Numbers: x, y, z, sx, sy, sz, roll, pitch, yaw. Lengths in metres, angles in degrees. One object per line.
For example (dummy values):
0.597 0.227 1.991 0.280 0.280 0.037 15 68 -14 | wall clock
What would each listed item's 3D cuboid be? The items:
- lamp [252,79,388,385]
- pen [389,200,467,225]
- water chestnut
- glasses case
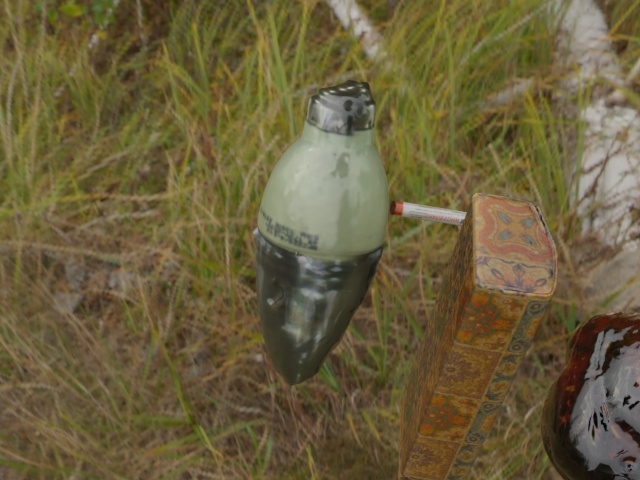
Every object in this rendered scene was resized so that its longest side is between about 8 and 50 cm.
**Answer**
0.000 0.000 0.788 0.101 0.250 0.101 7 24 -3 | lamp
0.223 -0.038 1.712 0.218 0.026 0.026 9 57 -12 | pen
0.424 0.235 1.341 0.289 0.244 0.289 1 102 6 | water chestnut
0.094 0.074 0.654 0.049 0.218 0.075 9 47 -2 | glasses case
